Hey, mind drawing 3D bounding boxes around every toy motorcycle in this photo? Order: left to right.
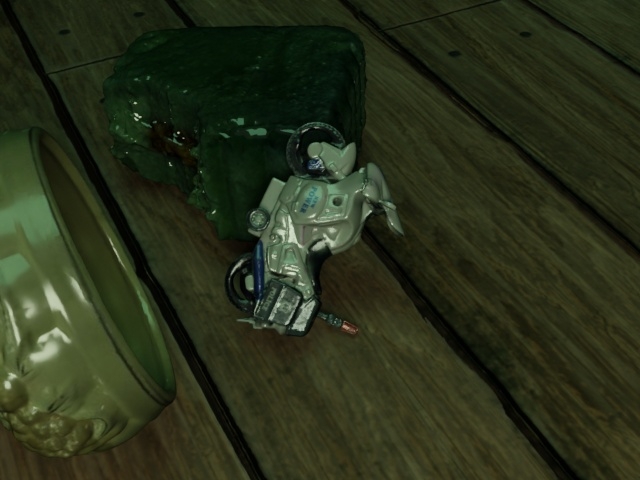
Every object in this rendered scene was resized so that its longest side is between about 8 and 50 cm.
[{"bbox_3d":[0.000,0.000,1.059,0.150,0.221,0.102,26,-2,4],"label":"toy motorcycle"}]

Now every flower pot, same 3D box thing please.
[{"bbox_3d":[-0.291,0.076,0.919,0.244,0.307,0.307,-27,40,-2],"label":"flower pot"}]

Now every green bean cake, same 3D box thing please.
[{"bbox_3d":[-0.105,-0.132,1.256,0.307,0.169,0.300,3,36,10],"label":"green bean cake"}]
